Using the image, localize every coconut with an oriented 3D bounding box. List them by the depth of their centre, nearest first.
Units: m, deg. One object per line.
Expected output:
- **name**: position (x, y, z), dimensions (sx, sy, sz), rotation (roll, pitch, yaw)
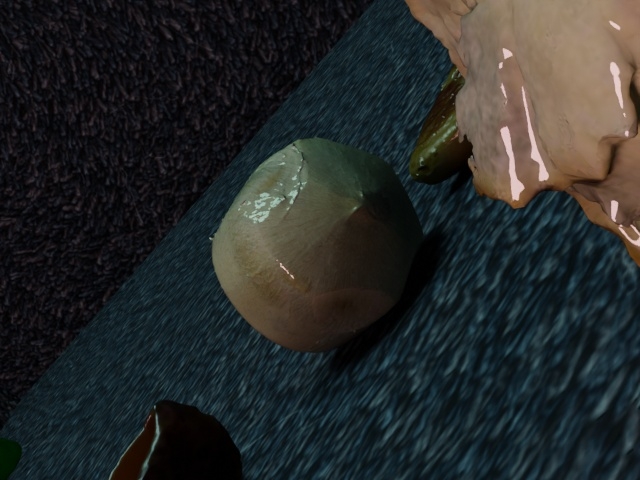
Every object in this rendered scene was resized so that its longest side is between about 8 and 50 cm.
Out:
- **coconut**: position (0.002, -0.002, 1.166), dimensions (0.162, 0.161, 0.161), rotation (-38, 16, 48)

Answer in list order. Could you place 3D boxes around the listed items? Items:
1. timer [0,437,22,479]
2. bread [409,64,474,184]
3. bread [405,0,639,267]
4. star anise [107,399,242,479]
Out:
- **timer**: position (-0.148, 0.164, 0.432), dimensions (0.285, 0.285, 0.285), rotation (-49, 10, 12)
- **bread**: position (0.145, -0.126, 1.253), dimensions (0.136, 0.054, 0.154), rotation (-44, 18, 45)
- **bread**: position (0.173, -0.089, 0.423), dimensions (0.279, 0.250, 0.225), rotation (-50, 13, 19)
- **star anise**: position (-0.084, 0.209, 0.813), dimensions (0.220, 0.190, 0.126), rotation (-51, -31, 9)
